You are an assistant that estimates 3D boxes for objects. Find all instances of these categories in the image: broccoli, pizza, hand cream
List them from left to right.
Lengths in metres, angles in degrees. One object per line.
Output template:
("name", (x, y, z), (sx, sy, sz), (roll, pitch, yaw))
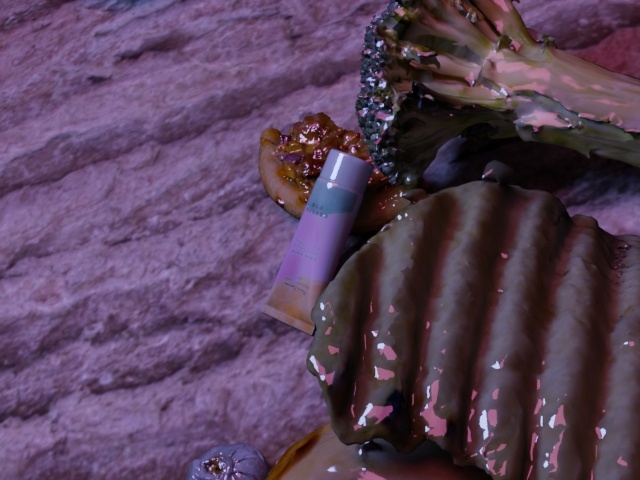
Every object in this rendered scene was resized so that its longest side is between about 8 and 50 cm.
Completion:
("hand cream", (0.000, 0.000, 1.860), (0.076, 0.047, 0.174), (23, 91, 45))
("pizza", (0.013, -0.069, 1.951), (0.127, 0.058, 0.246), (-37, 42, -10))
("broccoli", (0.217, -0.150, 1.813), (0.361, 0.221, 0.252), (7, 30, 3))

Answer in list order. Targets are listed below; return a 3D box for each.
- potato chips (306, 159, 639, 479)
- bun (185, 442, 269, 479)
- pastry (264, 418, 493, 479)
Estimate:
("potato chips", (0.205, 0.086, 1.541), (0.373, 0.097, 0.389), (30, 45, 19))
("bun", (-0.086, 0.212, 1.715), (0.083, 0.045, 0.083), (-13, 43, 12))
("pastry", (0.038, 0.222, 1.536), (0.237, 0.170, 0.256), (14, 50, 37))
